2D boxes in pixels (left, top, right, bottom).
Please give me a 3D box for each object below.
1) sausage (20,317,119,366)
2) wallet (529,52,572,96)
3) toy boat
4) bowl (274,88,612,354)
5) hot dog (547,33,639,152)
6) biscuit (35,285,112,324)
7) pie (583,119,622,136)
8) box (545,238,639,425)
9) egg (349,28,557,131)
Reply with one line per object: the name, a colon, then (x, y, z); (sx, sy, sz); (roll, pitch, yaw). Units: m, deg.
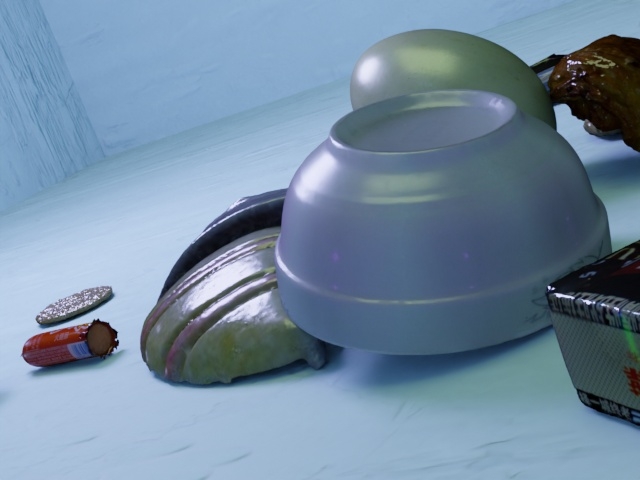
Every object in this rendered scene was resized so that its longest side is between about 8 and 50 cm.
sausage: (-0.301, 0.124, 1.241); (0.145, 0.048, 0.050); (-14, 9, 37)
wallet: (0.388, -0.275, 1.746); (0.170, 0.069, 0.231); (-22, 11, 18)
toy boat: (-0.084, 0.049, 1.083); (0.276, 0.111, 0.293); (-21, 20, 29)
bowl: (0.096, -0.036, 0.895); (0.287, 0.144, 0.287); (-8, 24, 3)
hot dog: (0.333, -0.165, 1.157); (0.227, 0.160, 0.099); (-19, -40, -62)
biscuit: (-0.351, 0.091, 1.515); (0.120, 0.015, 0.120); (-19, 12, 4)
pie: (0.420, -0.175, 1.324); (0.195, 0.046, 0.195); (-20, 14, 5)
box: (0.315, 0.015, 0.619); (0.310, 0.084, 0.198); (-25, 13, -18)
egg: (0.149, -0.145, 1.219); (0.188, 0.253, 0.188); (-53, -14, -20)
